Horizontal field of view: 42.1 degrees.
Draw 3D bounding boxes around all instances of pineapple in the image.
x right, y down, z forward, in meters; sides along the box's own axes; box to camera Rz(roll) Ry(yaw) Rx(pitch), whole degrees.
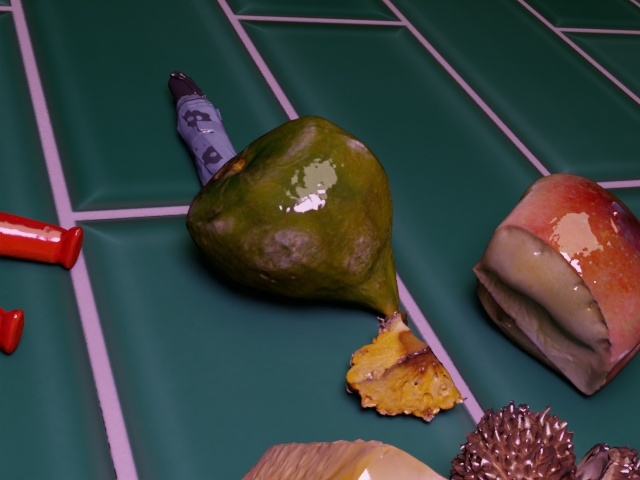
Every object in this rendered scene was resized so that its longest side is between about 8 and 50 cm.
[{"bbox_3d":[0.076,0.105,0.787,0.114,0.077,0.114,1,37,-11],"label":"pineapple"}]

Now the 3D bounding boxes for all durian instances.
[{"bbox_3d":[0.175,0.211,0.606,0.196,0.167,0.196,6,3,0],"label":"durian"}]

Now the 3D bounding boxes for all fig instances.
[{"bbox_3d":[0.000,0.000,0.860,0.235,0.203,0.203,50,32,-21],"label":"fig"}]

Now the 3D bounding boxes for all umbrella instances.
[{"bbox_3d":[-0.145,-0.131,1.031,0.052,0.053,0.250,2,38,-29],"label":"umbrella"}]

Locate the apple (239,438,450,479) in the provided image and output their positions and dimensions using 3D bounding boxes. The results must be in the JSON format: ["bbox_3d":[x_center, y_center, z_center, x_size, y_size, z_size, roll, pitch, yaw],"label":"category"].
[{"bbox_3d":[-0.013,0.265,0.417,0.314,0.252,0.309,18,65,33],"label":"apple"}]

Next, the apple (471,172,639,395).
[{"bbox_3d":[0.262,0.038,0.851,0.188,0.207,0.174,39,82,16],"label":"apple"}]

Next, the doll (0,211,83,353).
[{"bbox_3d":[-0.427,-0.021,0.767,0.384,0.099,0.188,17,38,-3],"label":"doll"}]
